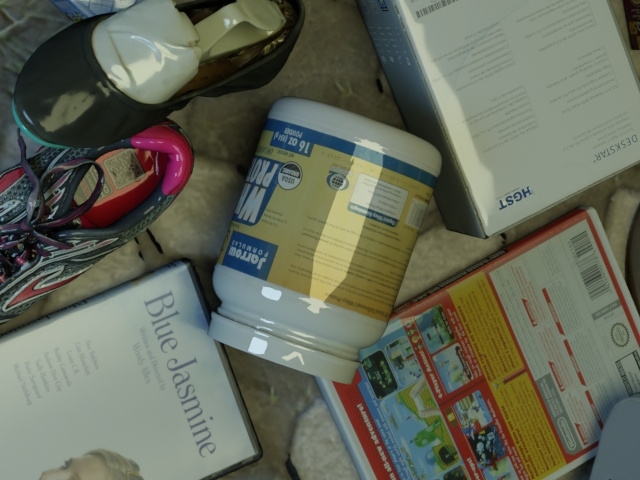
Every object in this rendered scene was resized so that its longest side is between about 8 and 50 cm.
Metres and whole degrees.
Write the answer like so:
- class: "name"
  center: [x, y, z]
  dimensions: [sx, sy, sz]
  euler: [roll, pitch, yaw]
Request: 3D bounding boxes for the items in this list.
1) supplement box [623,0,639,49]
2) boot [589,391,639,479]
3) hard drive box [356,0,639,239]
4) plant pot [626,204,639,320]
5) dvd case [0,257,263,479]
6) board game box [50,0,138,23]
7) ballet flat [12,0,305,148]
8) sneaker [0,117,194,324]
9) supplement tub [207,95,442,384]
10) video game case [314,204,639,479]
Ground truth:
- class: "supplement box"
  center: [0.290, -0.207, 1.622]
  dimensions: [0.043, 0.055, 0.083]
  euler: [-15, 100, -18]
- class: "boot"
  center: [0.283, 0.258, 1.654]
  dimensions: [0.123, 0.095, 0.258]
  euler: [10, 107, -38]
- class: "hard drive box"
  center: [0.154, -0.144, 1.561]
  dimensions: [0.181, 0.089, 0.232]
  euler: [-26, 103, -15]
- class: "plant pot"
  center: [0.398, 0.024, 1.659]
  dimensions: [0.237, 0.110, 0.237]
  euler: [-2, 97, -21]
- class: "dvd case"
  center: [-0.187, 0.143, 1.505]
  dimensions: [0.253, 0.022, 0.180]
  euler: [-23, 103, -16]
- class: "board game box"
  center: [-0.191, -0.247, 1.440]
  dimensions: [0.194, 0.060, 0.194]
  euler: [5, 93, -21]
- class: "ballet flat"
  center: [-0.110, -0.145, 1.398]
  dimensions: [0.280, 0.096, 0.095]
  euler: [-28, 82, -51]
- class: "sneaker"
  center: [-0.230, -0.008, 1.425]
  dimensions: [0.299, 0.112, 0.121]
  euler: [-38, 107, -12]
- class: "supplement tub"
  center: [0.000, 0.000, 1.491]
  dimensions: [0.144, 0.144, 0.199]
  euler: [20, 89, -21]
- class: "video game case"
  center: [0.151, 0.122, 1.624]
  dimensions: [0.285, 0.025, 0.204]
  euler: [-28, 105, -15]
